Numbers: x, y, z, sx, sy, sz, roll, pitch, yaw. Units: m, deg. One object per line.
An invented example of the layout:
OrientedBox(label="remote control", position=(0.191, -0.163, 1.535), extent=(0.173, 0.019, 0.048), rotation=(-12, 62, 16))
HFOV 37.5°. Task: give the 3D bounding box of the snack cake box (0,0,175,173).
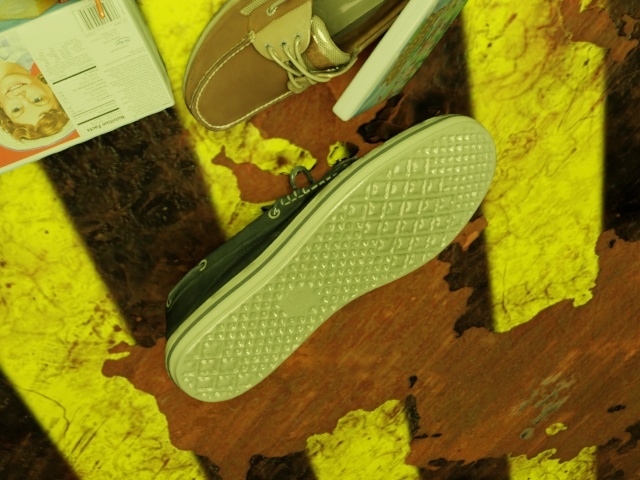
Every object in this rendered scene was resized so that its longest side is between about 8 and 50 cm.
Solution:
OrientedBox(label="snack cake box", position=(-0.304, -0.171, 0.975), extent=(0.264, 0.089, 0.152), rotation=(-21, 136, 1))

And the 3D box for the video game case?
OrientedBox(label="video game case", position=(0.110, -0.230, 1.017), extent=(0.023, 0.193, 0.212), rotation=(41, 117, 6))

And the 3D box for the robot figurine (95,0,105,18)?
OrientedBox(label="robot figurine", position=(-0.222, -0.315, 0.835), extent=(0.158, 0.128, 0.219), rotation=(3, 117, -6))

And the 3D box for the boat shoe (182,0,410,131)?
OrientedBox(label="boat shoe", position=(-0.018, -0.225, 1.005), extent=(0.324, 0.116, 0.123), rotation=(-39, 131, 17))

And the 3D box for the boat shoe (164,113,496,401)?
OrientedBox(label="boat shoe", position=(0.000, 0.000, 1.197), extent=(0.500, 0.156, 0.187), rotation=(-38, 128, 1))
